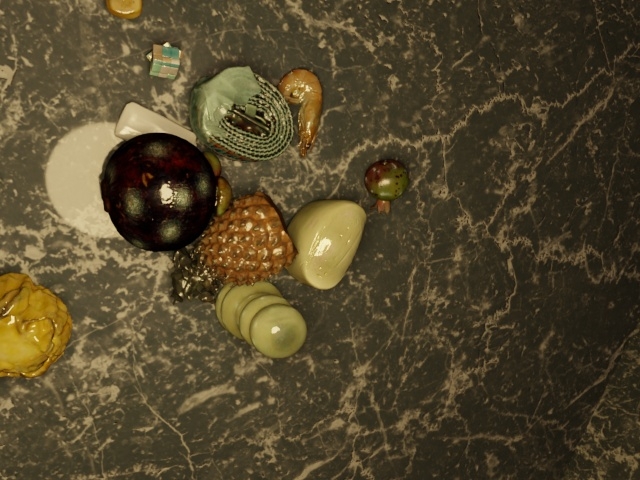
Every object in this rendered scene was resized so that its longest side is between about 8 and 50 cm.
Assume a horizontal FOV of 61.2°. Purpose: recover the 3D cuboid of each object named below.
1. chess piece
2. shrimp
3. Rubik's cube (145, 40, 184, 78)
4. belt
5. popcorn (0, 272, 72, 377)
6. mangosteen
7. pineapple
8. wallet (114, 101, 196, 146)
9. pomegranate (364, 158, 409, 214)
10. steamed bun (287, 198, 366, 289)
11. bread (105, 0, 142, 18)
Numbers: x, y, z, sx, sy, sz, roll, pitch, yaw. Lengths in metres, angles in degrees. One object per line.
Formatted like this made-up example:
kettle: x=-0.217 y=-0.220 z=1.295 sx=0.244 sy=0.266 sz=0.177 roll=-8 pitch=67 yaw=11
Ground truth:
chess piece: x=-0.138 y=0.198 z=1.345 sx=0.182 sy=0.330 sz=0.182 roll=-4 pitch=99 yaw=-23
shrimp: x=-0.059 y=-0.338 z=1.439 sx=0.133 sy=0.053 sz=0.236 roll=0 pitch=95 yaw=-25
Rubik's cube: x=-0.370 y=-0.430 z=1.280 sx=0.075 sy=0.084 sz=0.073 roll=10 pitch=68 yaw=-41
belt: x=-0.196 y=-0.304 z=1.334 sx=0.257 sy=0.150 sz=0.207 roll=28 pitch=79 yaw=-26
popcorn: x=-0.679 y=0.188 z=1.189 sx=0.250 sy=0.190 sz=0.250 roll=-3 pitch=97 yaw=-29
mangosteen: x=-0.347 y=-0.111 z=1.232 sx=0.288 sy=0.288 sz=0.288 roll=-4 pitch=101 yaw=-23
pineapple: x=-0.245 y=0.038 z=1.346 sx=0.357 sy=0.223 sz=0.223 roll=-29 pitch=110 yaw=2
wallet: x=-0.396 y=-0.258 z=1.319 sx=0.190 sy=0.033 sz=0.095 roll=23 pitch=91 yaw=-24
pomegranate: x=0.185 y=-0.160 z=1.549 sx=0.129 sy=0.159 sz=0.129 roll=3 pitch=58 yaw=-5
steamed bun: x=0.000 y=0.000 z=1.442 sx=0.154 sy=0.200 sz=0.250 roll=24 pitch=87 yaw=-24
bread: x=-0.449 y=-0.562 z=1.230 sx=0.082 sy=0.056 sz=0.115 roll=-10 pitch=96 yaw=-22
